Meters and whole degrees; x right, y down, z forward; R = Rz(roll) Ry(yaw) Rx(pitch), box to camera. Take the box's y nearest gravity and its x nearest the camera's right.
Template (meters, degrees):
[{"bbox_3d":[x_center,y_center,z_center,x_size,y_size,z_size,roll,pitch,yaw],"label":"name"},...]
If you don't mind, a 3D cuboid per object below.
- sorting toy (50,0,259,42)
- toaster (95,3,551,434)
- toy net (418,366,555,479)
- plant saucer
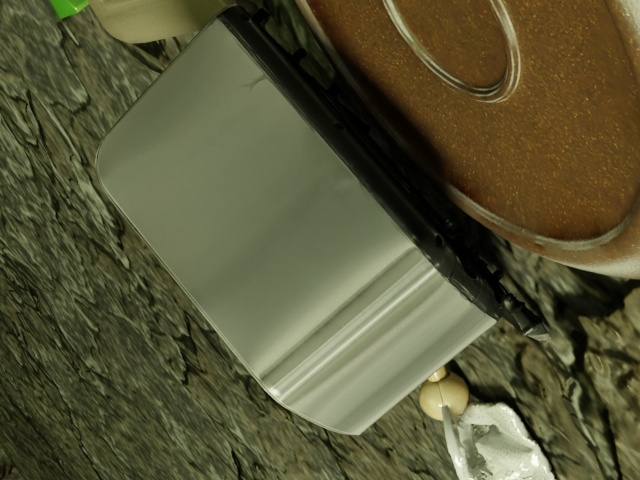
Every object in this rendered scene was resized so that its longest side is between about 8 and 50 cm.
[{"bbox_3d":[-0.113,-0.195,1.011,0.196,0.047,0.348,56,161,-16],"label":"sorting toy"},{"bbox_3d":[0.000,0.000,0.904,0.185,0.110,0.168,50,-175,18],"label":"toaster"},{"bbox_3d":[0.041,0.074,1.103,0.232,0.045,0.122,48,159,15],"label":"toy net"},{"bbox_3d":[0.064,-0.102,0.760,0.310,0.050,0.310,44,157,24],"label":"plant saucer"}]
